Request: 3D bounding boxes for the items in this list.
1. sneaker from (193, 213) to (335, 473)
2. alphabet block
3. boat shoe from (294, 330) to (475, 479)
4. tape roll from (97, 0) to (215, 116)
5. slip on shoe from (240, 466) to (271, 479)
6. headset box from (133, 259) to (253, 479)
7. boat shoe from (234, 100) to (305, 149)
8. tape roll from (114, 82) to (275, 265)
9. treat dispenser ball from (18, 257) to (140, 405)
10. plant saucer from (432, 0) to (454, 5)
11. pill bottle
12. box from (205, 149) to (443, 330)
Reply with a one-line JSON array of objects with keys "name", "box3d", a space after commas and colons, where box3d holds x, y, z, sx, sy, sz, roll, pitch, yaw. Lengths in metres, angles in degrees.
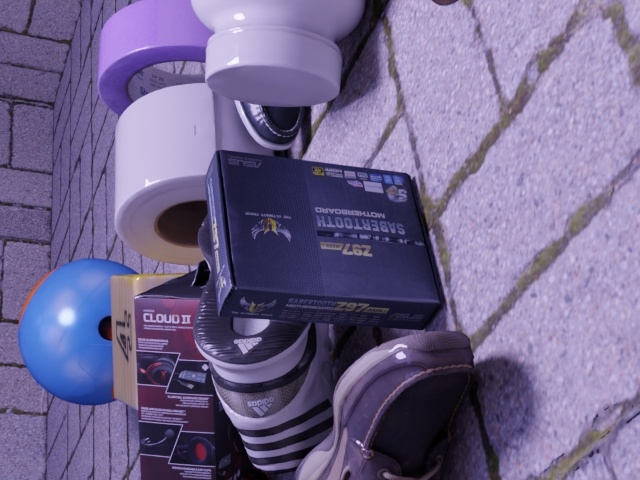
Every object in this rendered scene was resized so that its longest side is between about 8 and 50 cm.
[{"name": "sneaker", "box3d": [-0.052, 0.112, 1.334, 0.447, 0.169, 0.258, -80, -17, -60]}, {"name": "alphabet block", "box3d": [-0.210, 0.147, 1.656, 0.193, 0.192, 0.197, 176, 93, -66]}, {"name": "boat shoe", "box3d": [0.077, 0.217, 1.067, 0.355, 0.132, 0.130, 110, 147, -50]}, {"name": "tape roll", "box3d": [-0.208, -0.269, 1.702, 0.275, 0.274, 0.090, 137, 136, -58]}, {"name": "slip on shoe", "box3d": [-0.099, 0.443, 1.423, 0.101, 0.123, 0.331, 124, 151, -41]}, {"name": "headset box", "box3d": [-0.151, 0.167, 1.439, 0.218, 0.110, 0.293, -25, -64, -72]}, {"name": "boat shoe", "box3d": [-0.066, -0.282, 1.568, 0.091, 0.114, 0.303, -34, 60, 54]}, {"name": "tape roll", "box3d": [-0.186, -0.093, 1.632, 0.246, 0.246, 0.169, 126, 145, -50]}, {"name": "treat dispenser ball", "box3d": [-0.446, 0.178, 2.130, 0.288, 0.288, 0.288, -173, 90, -68]}, {"name": "plant saucer", "box3d": [0.140, -0.345, 1.192, 0.168, 0.029, 0.169, -173, 90, -69]}, {"name": "pill bottle", "box3d": [-0.049, -0.393, 1.409, 0.229, 0.229, 0.408, 161, 114, -66]}, {"name": "box", "box3d": [0.000, 0.000, 1.151, 0.059, 0.232, 0.183, 118, 151, -48]}]
